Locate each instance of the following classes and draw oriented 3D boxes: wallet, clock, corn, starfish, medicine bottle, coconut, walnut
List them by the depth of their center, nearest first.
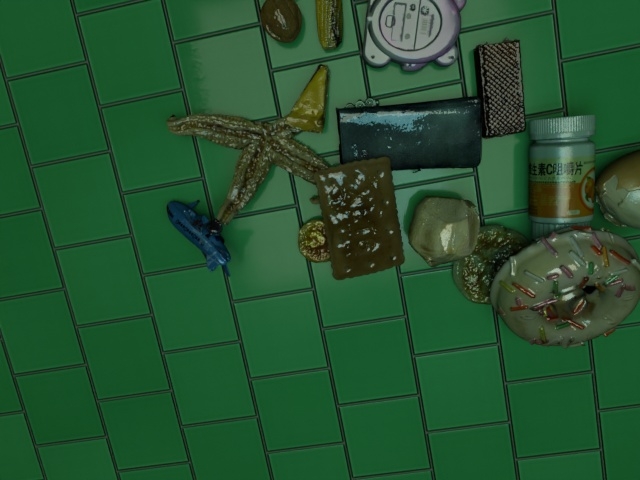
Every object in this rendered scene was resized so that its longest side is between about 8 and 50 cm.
[{"bbox_3d":[0.235,-0.549,1.390,0.248,0.090,0.227,6,102,2],"label":"clock"},{"bbox_3d":[0.617,-0.156,1.399,0.158,0.158,0.317,-3,102,6],"label":"medicine bottle"},{"bbox_3d":[-0.101,-0.571,1.406,0.105,0.105,0.124,-25,105,9],"label":"walnut"},{"bbox_3d":[0.022,-0.599,1.408,0.072,0.072,0.202,-2,101,5],"label":"corn"},{"bbox_3d":[0.320,-0.020,1.438,0.195,0.194,0.194,1,101,5],"label":"coconut"},{"bbox_3d":[0.236,-0.274,1.448,0.379,0.046,0.190,-4,115,4],"label":"wallet"},{"bbox_3d":[-0.182,-0.210,1.476,0.433,0.082,0.323,-7,88,-7],"label":"starfish"}]

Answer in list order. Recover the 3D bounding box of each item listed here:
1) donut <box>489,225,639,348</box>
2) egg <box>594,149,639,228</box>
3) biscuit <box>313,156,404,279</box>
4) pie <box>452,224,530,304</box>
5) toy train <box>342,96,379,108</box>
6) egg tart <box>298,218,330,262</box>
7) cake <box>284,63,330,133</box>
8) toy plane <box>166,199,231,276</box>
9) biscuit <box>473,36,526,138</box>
[{"bbox_3d":[0.631,0.132,1.382,0.383,0.142,0.382,-3,132,-3],"label":"donut"},{"bbox_3d":[0.822,-0.135,1.366,0.245,0.201,0.201,-31,97,-2],"label":"egg"},{"bbox_3d":[0.110,-0.056,1.477,0.217,0.044,0.324,-12,110,-5],"label":"biscuit"},{"bbox_3d":[0.477,0.071,1.509,0.241,0.054,0.240,1,103,4],"label":"pie"},{"bbox_3d":[0.111,-0.346,1.463,0.103,0.044,0.064,-15,105,8],"label":"toy train"},{"bbox_3d":[0.000,0.000,1.536,0.131,0.052,0.130,1,101,6],"label":"egg tart"},{"bbox_3d":[-0.034,-0.372,1.444,0.116,0.080,0.184,-1,92,8],"label":"cake"},{"bbox_3d":[-0.332,-0.023,1.510,0.105,0.254,0.271,-29,66,-22],"label":"toy plane"},{"bbox_3d":[0.463,-0.395,1.409,0.106,0.070,0.251,-7,100,5],"label":"biscuit"}]
